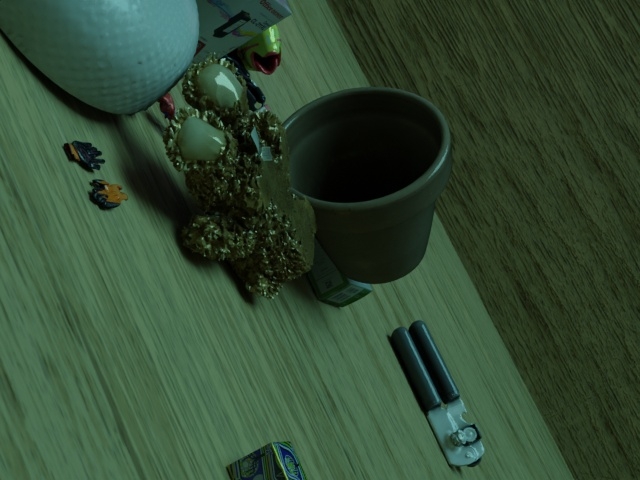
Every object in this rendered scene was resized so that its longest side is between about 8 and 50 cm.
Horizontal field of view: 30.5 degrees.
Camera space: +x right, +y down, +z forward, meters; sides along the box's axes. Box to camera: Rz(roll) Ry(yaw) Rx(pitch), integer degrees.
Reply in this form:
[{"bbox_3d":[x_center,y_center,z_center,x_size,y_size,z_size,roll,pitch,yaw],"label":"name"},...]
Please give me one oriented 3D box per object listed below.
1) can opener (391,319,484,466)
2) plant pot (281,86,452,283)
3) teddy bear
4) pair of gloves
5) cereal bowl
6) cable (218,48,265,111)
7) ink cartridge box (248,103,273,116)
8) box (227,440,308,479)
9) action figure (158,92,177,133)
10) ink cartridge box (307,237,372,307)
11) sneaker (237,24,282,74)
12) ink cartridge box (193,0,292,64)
[{"bbox_3d":[0.207,0.283,2.126,0.280,0.074,0.093,66,-21,14],"label":"can opener"},{"bbox_3d":[0.069,-0.060,1.742,0.229,0.263,0.263,78,-3,-45],"label":"plant pot"},{"bbox_3d":[-0.110,-0.073,1.469,0.338,0.113,0.245,45,41,-62],"label":"teddy bear"},{"bbox_3d":[-0.241,-0.071,1.260,0.083,0.010,0.074,59,14,3],"label":"pair of gloves"},{"bbox_3d":[-0.254,-0.322,1.352,0.339,0.141,0.339,45,27,-30],"label":"cereal bowl"},{"bbox_3d":[-0.156,-0.311,2.010,0.184,0.047,0.150,47,19,-45],"label":"cable"},{"bbox_3d":[-0.095,-0.137,1.832,0.115,0.067,0.198,59,12,-8],"label":"ink cartridge box"},{"bbox_3d":[-0.029,0.291,1.187,0.169,0.059,0.054,64,16,16],"label":"box"},{"bbox_3d":[-0.195,-0.159,1.555,0.115,0.030,0.038,68,7,-55],"label":"action figure"},{"bbox_3d":[0.000,0.000,1.910,0.209,0.062,0.109,64,14,18],"label":"ink cartridge box"},{"bbox_3d":[-0.110,-0.333,2.101,0.208,0.081,0.094,115,-43,-79],"label":"sneaker"},{"bbox_3d":[-0.149,-0.357,1.848,0.072,0.175,0.127,64,14,12],"label":"ink cartridge box"}]
